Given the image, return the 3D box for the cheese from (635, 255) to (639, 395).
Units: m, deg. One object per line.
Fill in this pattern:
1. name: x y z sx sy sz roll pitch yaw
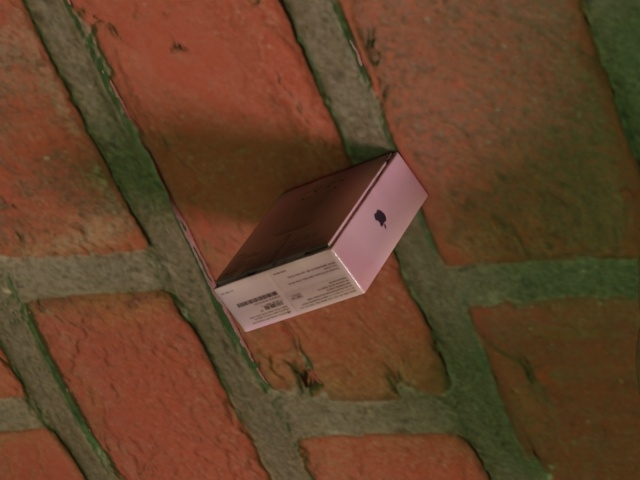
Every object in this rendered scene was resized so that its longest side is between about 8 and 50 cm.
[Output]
1. cheese: 0.320 0.053 1.320 0.235 0.218 0.117 -38 149 11

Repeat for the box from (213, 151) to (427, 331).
1. box: 0.000 0.000 1.502 0.130 0.129 0.051 -19 115 40
